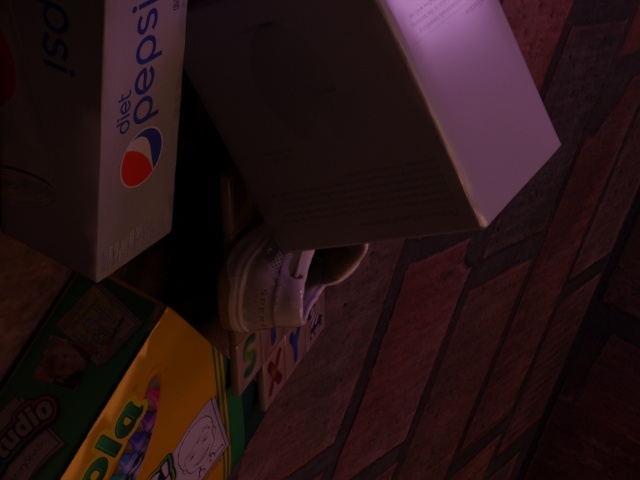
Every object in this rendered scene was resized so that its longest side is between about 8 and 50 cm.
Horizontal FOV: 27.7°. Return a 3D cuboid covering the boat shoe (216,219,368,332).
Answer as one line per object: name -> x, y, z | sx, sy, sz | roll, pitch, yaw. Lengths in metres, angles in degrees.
boat shoe -> 0.000, 0.000, 1.195 | 0.277, 0.096, 0.098 | -58, 151, -49

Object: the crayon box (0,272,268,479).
crayon box -> -0.213, 0.240, 1.172 | 0.363, 0.106, 0.313 | -59, 158, -11

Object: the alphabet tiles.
alphabet tiles -> -0.030, -0.018, 1.268 | 0.285, 0.011, 0.342 | -51, 146, -55

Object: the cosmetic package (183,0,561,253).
cosmetic package -> 0.033, -0.124, 1.030 | 0.138, 0.224, 0.224 | -42, 114, -40

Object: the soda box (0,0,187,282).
soda box -> -0.159, -0.117, 0.898 | 0.091, 0.098, 0.286 | -40, 150, -45
